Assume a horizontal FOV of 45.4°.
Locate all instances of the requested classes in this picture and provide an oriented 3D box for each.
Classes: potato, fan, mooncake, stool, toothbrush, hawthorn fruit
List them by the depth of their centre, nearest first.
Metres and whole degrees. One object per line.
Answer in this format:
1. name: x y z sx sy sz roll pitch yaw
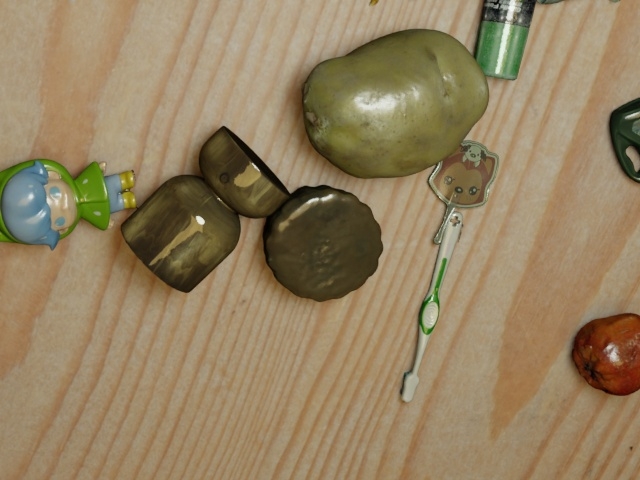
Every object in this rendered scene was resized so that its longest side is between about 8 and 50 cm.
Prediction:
1. potato: 0.129 -0.237 1.368 0.326 0.221 0.243 -25 119 -11
2. stool: -0.209 -0.055 1.394 0.264 0.179 0.179 -43 107 6
3. mooncake: 0.000 0.000 1.471 0.228 0.124 0.228 -4 108 -12
4. fan: 0.272 -0.093 1.527 0.132 0.009 0.220 22 94 -11
5. toothbrush: 0.229 0.142 1.584 0.042 0.040 0.418 12 104 -9
6. hawthorn fruit: 0.623 0.234 1.616 0.173 0.173 0.179 34 73 -16

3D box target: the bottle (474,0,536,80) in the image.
1. bottle: 0.353 -0.464 1.400 0.093 0.093 0.330 8 105 -10

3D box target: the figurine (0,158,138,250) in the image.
1. figurine: -0.466 -0.071 1.382 0.263 0.143 0.162 -11 116 -22

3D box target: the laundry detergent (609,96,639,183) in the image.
1. laundry detergent: 0.669 -0.176 1.539 0.144 0.078 0.222 -23 110 1

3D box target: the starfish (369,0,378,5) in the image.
1. starfish: 0.109 -0.532 1.375 0.175 0.053 0.208 3 100 1

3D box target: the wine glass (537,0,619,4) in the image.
1. wine glass: 0.485 -0.475 1.429 0.155 0.073 0.073 -1 106 -10
